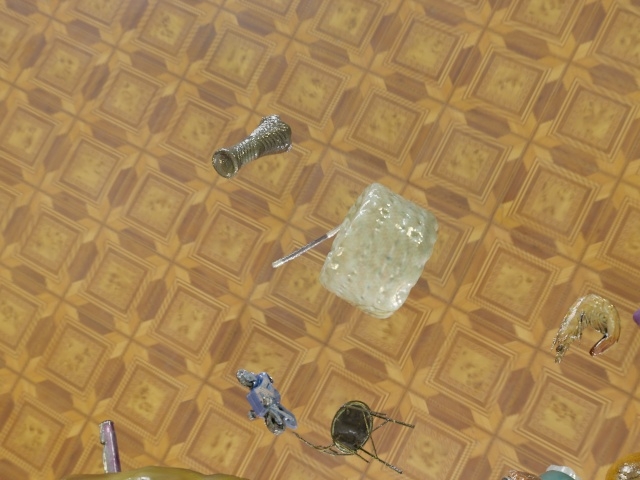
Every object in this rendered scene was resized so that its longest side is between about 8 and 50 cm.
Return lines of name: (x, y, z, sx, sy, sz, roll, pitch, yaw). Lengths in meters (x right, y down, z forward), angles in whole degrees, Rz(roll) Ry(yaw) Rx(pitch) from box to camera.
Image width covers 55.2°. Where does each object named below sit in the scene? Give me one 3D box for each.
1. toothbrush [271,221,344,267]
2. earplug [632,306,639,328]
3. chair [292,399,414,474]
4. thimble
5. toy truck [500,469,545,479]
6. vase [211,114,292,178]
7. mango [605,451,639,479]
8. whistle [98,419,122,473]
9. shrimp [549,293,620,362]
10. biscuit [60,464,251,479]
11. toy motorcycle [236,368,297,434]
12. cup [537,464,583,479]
toothbrush: (0.000, 0.000, 1.595, 0.288, 0.024, 0.026, -29, 83, 5)
earplug: (0.445, 0.067, 0.374, 0.456, 0.215, 0.215, 1, 81, 28)
chair: (0.083, 0.524, 1.683, 0.160, 0.326, 0.170, 30, 73, -32)
thimble: (0.126, 0.027, 1.408, 0.195, 0.291, 0.291, 31, 87, -2)
toy truck: (0.350, 0.498, 1.037, 0.083, 0.092, 0.192, 18, 80, -21)
vase: (-0.179, -0.239, 1.582, 0.115, 0.237, 0.115, 15, 122, 25)
mango: (0.499, 0.365, 0.937, 0.159, 0.105, 0.084, 21, 52, -14)
whistle: (-0.409, 0.438, 1.201, 0.033, 0.033, 0.176, -25, 56, 4)
shrimp: (0.474, 0.169, 1.094, 0.095, 0.045, 0.162, 41, 73, -2)
biscuit: (-0.113, 0.328, 0.500, 0.329, 0.078, 0.335, -40, 100, 4)
toy motorcycle: (-0.144, 0.421, 1.622, 0.076, 0.114, 0.205, -46, 67, 20)
cup: (0.628, 0.702, 1.642, 0.300, 0.173, 0.167, -11, 109, 47)
